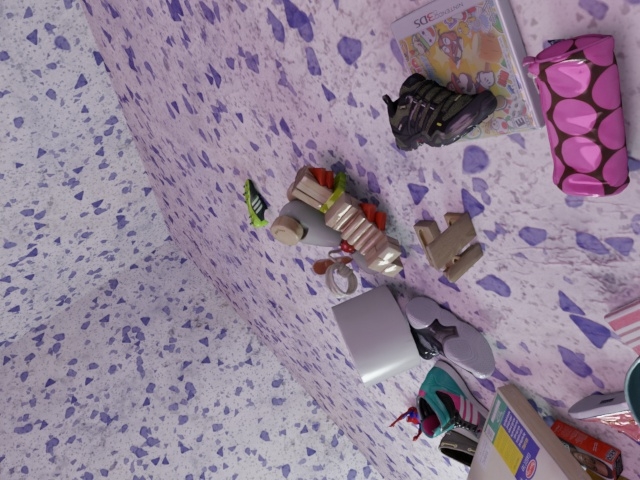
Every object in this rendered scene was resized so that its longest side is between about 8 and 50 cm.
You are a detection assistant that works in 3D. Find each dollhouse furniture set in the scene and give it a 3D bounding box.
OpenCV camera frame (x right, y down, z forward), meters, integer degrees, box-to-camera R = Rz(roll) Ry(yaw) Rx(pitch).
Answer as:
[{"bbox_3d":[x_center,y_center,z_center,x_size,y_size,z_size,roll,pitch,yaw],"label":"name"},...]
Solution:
[{"bbox_3d":[0.239,0.030,1.001,0.151,0.123,0.144,10,132,58],"label":"dollhouse furniture set"}]

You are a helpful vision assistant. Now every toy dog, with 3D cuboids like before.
[{"bbox_3d":[0.000,0.000,1.285,0.334,0.220,0.161,51,150,-2],"label":"toy dog"}]

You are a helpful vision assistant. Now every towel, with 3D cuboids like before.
[{"bbox_3d":[0.560,0.167,0.730,0.197,0.029,0.144,49,156,14],"label":"towel"}]

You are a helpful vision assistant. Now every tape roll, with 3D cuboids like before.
[{"bbox_3d":[0.152,0.266,1.329,0.246,0.169,0.246,157,90,-89],"label":"tape roll"}]

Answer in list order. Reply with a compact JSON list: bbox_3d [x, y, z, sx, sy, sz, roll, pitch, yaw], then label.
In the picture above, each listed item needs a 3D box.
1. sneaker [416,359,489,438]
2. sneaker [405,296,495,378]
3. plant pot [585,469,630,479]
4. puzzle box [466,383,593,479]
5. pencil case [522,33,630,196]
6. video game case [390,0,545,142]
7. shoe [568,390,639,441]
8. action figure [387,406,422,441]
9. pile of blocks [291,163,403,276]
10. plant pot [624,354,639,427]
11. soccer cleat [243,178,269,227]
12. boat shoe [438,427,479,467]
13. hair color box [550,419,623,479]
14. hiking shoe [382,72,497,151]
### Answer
[{"bbox_3d":[0.380,0.514,1.350,0.296,0.178,0.124,51,156,3],"label":"sneaker"},{"bbox_3d":[0.327,0.268,1.213,0.268,0.101,0.153,41,156,38],"label":"sneaker"},{"bbox_3d":[0.666,0.666,1.030,0.212,0.187,0.212,9,132,59],"label":"plant pot"},{"bbox_3d":[0.488,0.595,1.163,0.272,0.052,0.409,-119,26,-54],"label":"puzzle box"},{"bbox_3d":[0.334,-0.154,0.613,0.098,0.095,0.209,-13,116,25],"label":"pencil case"},{"bbox_3d":[0.223,-0.265,0.739,0.206,0.026,0.227,7,130,59],"label":"video game case"},{"bbox_3d":[0.566,0.344,0.914,0.081,0.063,0.178,53,153,13],"label":"shoe"},{"bbox_3d":[0.342,0.652,1.681,0.091,0.139,0.280,50,159,10],"label":"action figure"},{"bbox_3d":[0.091,-0.076,1.173,0.362,0.149,0.113,44,124,2],"label":"pile of blocks"},{"bbox_3d":[0.547,0.168,0.536,0.293,0.196,0.293,40,154,24],"label":"plant pot"},{"bbox_3d":[-0.235,-0.137,1.725,0.060,0.072,0.179,1,103,62],"label":"soccer cleat"},{"bbox_3d":[0.502,0.673,1.445,0.305,0.091,0.109,12,136,49],"label":"boat shoe"},{"bbox_3d":[0.596,0.473,1.068,0.141,0.043,0.072,16,137,53],"label":"hair color box"},{"bbox_3d":[0.175,-0.213,0.760,0.114,0.086,0.226,57,157,-16],"label":"hiking shoe"}]
